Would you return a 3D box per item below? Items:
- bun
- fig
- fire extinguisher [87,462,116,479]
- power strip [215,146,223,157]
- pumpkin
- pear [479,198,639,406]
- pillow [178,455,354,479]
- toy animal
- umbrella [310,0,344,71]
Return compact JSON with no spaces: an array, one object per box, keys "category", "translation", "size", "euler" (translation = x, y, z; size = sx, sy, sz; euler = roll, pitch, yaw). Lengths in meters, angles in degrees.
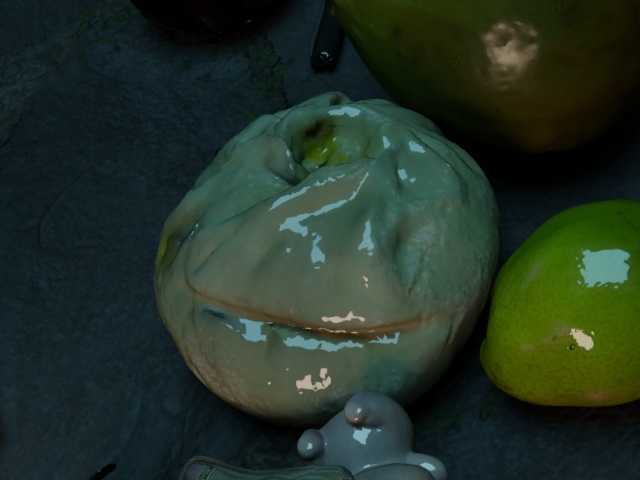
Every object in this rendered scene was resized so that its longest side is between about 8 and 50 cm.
[{"category":"bun","translation":[0.000,0.000,1.392],"size":[0.365,0.219,0.365],"euler":[-12,47,14]},{"category":"fig","translation":[0.189,-0.258,1.468],"size":[0.343,0.343,0.343],"euler":[-10,49,11]},{"category":"fire extinguisher","translation":[-0.180,0.300,1.303],"size":[0.099,0.071,0.231],"euler":[-16,44,-19]},{"category":"power strip","translation":[-0.101,-0.062,1.605],"size":[0.038,0.029,0.111],"euler":[-11,49,10]},{"category":"pumpkin","translation":[-0.149,-0.368,1.794],"size":[0.233,0.163,0.233],"euler":[-9,46,10]},{"category":"pear","translation":[0.245,0.060,1.292],"size":[0.220,0.187,0.187],"euler":[-28,44,23]},{"category":"pillow","translation":[-0.058,0.259,1.248],"size":[0.233,0.038,0.130],"euler":[-4,72,45]},{"category":"toy animal","translation":[0.062,0.240,1.230],"size":[0.124,0.124,0.212],"euler":[-23,52,-1]},{"category":"umbrella","translation":[0.012,-0.261,1.735],"size":[0.036,0.031,0.133],"euler":[1,51,18]}]
